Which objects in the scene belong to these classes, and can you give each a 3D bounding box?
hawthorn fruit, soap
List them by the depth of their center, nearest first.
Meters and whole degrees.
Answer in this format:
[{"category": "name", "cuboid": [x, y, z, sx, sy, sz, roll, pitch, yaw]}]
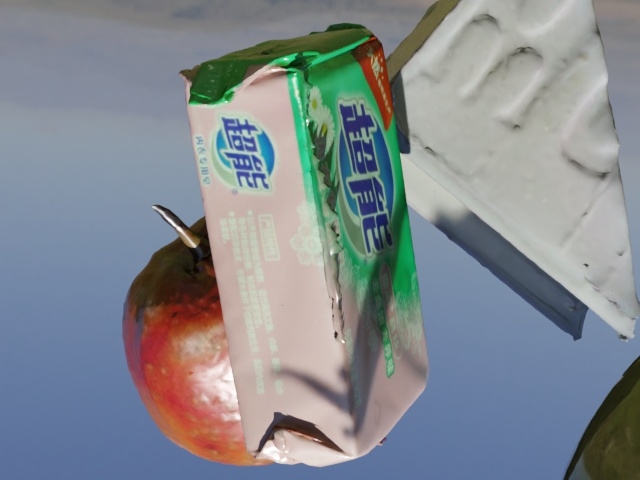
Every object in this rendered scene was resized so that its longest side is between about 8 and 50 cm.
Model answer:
[{"category": "soap", "cuboid": [-0.002, 0.000, 0.962, 0.098, 0.273, 0.218, -3, -166, 20]}, {"category": "soap", "cuboid": [0.200, -0.104, 1.222, 0.302, 0.258, 0.159, 41, 166, -5]}, {"category": "hawthorn fruit", "cuboid": [-0.095, 0.072, 1.438, 0.254, 0.300, 0.254, -25, -148, 17]}]

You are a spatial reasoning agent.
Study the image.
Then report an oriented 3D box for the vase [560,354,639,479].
[{"category": "vase", "cuboid": [0.223, 0.182, 0.576, 0.329, 0.241, 0.302, -30, -126, -26]}]
